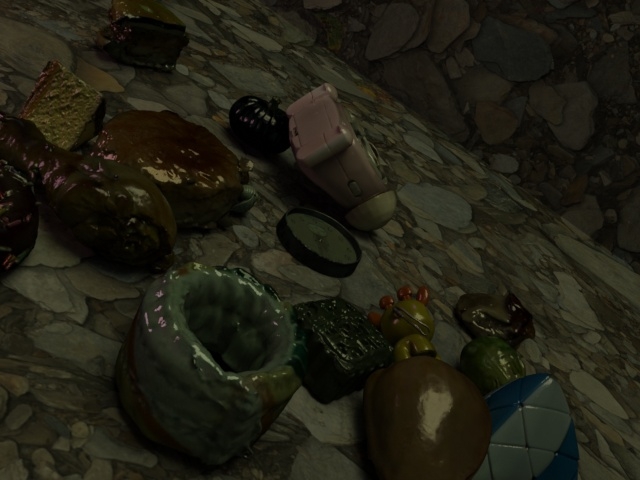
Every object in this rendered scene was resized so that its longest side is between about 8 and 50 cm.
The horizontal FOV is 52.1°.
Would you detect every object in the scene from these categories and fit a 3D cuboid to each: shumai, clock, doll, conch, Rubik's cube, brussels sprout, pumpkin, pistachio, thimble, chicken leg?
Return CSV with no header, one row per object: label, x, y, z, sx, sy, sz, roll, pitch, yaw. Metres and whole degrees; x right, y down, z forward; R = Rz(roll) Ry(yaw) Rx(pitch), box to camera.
shumai,0.444,0.184,1.625,0.201,0.120,0.201,25,30,-16
clock,0.000,0.000,1.539,0.215,0.042,0.215,26,27,-14
doll,0.174,0.183,1.333,0.135,0.143,0.220,49,19,-39
conch,-0.181,-0.089,1.478,0.076,0.085,0.056,-94,167,-52
clock,0.065,-0.211,1.745,0.326,0.184,0.342,46,25,-36
Rubik's cube,0.353,0.322,1.183,0.255,0.254,0.254,26,27,-14
brussels sprout,0.370,0.272,1.395,0.155,0.117,0.155,27,17,-9
pumpkin,-0.160,-0.320,1.811,0.194,0.150,0.194,37,-8,6
pistachio,0.177,0.309,1.069,0.213,0.162,0.260,-3,41,5
thimble,-0.151,0.170,0.942,0.254,0.167,0.288,17,29,-26
chicken leg,-0.432,-0.102,1.156,0.429,0.152,0.201,32,13,16

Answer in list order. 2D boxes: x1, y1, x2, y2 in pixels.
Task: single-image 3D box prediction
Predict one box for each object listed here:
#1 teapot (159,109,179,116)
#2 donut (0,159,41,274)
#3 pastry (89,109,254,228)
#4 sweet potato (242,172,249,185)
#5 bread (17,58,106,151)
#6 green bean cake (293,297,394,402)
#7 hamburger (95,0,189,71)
teapot,-0.356,-0.248,1.548,0.129,0.078,0.098,62,-4,25
donut,-0.546,-0.053,0.965,0.270,0.103,0.269,27,26,-15
pastry,-0.314,-0.151,1.347,0.330,0.136,0.329,24,29,-14
sweet potato,-0.208,-0.162,1.579,0.069,0.059,0.249,46,7,-25
bread,-0.520,-0.269,1.320,0.147,0.152,0.127,32,37,0
green bean cake,0.027,0.188,1.187,0.181,0.094,0.173,-1,41,-50
hamburger,-0.512,-0.598,1.859,0.288,0.167,0.192,-5,46,-51
